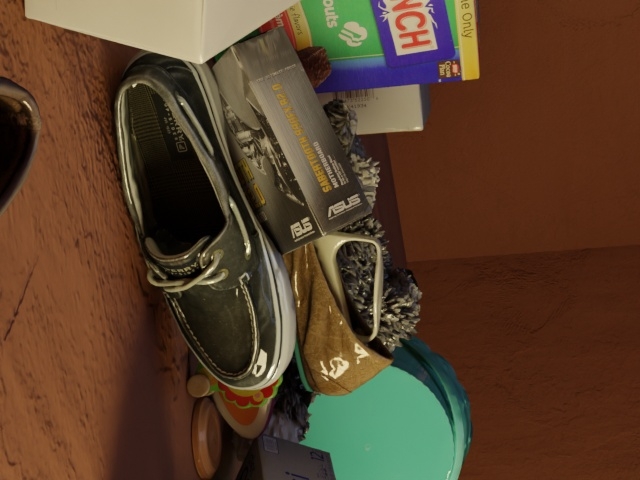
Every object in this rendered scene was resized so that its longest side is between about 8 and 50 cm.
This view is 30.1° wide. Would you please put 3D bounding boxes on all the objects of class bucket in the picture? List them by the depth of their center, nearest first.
[{"bbox_3d":[0.084,0.277,1.714,0.183,0.281,0.281,-22,107,-78],"label":"bucket"}]

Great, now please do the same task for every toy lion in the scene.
[{"bbox_3d":[-0.085,0.119,1.195,0.034,0.096,0.100,35,51,-79],"label":"toy lion"}]

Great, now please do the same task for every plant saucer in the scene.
[{"bbox_3d":[-0.116,0.203,1.227,0.083,0.013,0.083,-4,90,-82],"label":"plant saucer"}]

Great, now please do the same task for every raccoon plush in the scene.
[{"bbox_3d":[-0.013,0.022,1.436,0.446,0.216,0.299,-77,153,-63],"label":"raccoon plush"}]

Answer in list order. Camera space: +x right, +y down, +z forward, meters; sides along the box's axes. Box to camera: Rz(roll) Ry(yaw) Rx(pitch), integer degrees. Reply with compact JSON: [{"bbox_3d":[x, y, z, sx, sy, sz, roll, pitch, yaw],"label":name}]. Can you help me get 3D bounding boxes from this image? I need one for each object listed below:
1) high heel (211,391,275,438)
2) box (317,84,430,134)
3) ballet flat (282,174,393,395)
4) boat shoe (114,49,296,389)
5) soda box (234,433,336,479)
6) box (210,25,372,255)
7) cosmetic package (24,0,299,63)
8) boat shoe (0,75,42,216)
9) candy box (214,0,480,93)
[{"bbox_3d":[-0.084,0.088,1.300,0.117,0.082,0.244,-8,83,-78],"label":"high heel"},{"bbox_3d":[0.077,-0.285,2.087,0.345,0.215,0.168,-57,142,-75],"label":"box"},{"bbox_3d":[0.000,0.000,1.289,0.116,0.124,0.342,-31,105,-75],"label":"ballet flat"},{"bbox_3d":[-0.118,-0.003,1.059,0.119,0.121,0.335,-57,131,-64],"label":"boat shoe"},{"bbox_3d":[-0.030,0.313,1.177,0.286,0.091,0.098,-107,-141,-66],"label":"soda box"},{"bbox_3d":[-0.052,-0.077,1.119,0.183,0.056,0.231,64,-22,-1],"label":"box"},{"bbox_3d":[-0.062,-0.293,0.915,0.365,0.155,0.197,-43,145,-54],"label":"cosmetic package"},{"bbox_3d":[-0.204,-0.004,0.466,0.324,0.097,0.116,-72,156,-69],"label":"boat shoe"},{"bbox_3d":[0.021,-0.308,1.381,0.122,0.317,0.268,-86,167,-46],"label":"candy box"}]
